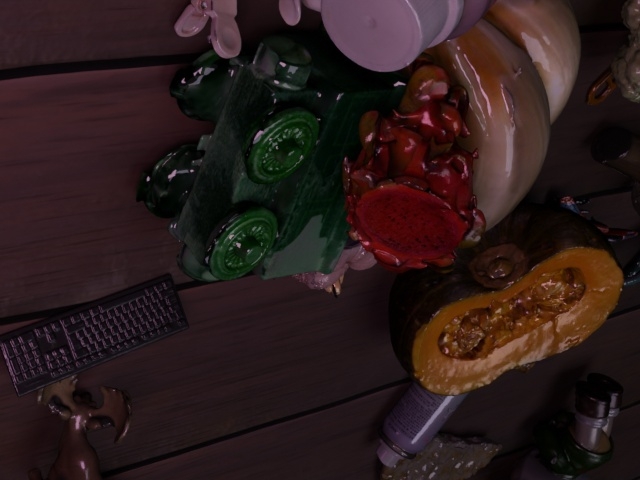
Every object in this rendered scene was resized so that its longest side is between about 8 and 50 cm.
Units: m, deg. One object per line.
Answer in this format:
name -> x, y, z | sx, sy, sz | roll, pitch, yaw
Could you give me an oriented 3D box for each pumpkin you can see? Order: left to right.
pumpkin -> 0.237, 0.089, 1.687 | 0.317, 0.139, 0.222 | -25, 132, -13

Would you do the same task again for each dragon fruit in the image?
dragon fruit -> 0.088, -0.070, 1.184 | 0.133, 0.150, 0.208 | 5, 95, -3

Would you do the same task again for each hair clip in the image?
hair clip -> -0.062, -0.263, 1.110 | 0.034, 0.072, 0.226 | -3, 126, -49

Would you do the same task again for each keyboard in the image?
keyboard -> -0.230, 0.096, 1.323 | 0.202, 0.011, 0.067 | -21, 96, -32

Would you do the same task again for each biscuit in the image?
biscuit -> 0.173, 0.359, 2.032 | 0.289, 0.038, 0.141 | 16, 114, -51

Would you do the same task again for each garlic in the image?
garlic -> 0.154, -0.147, 1.371 | 0.249, 0.286, 0.313 | 0, 132, 4

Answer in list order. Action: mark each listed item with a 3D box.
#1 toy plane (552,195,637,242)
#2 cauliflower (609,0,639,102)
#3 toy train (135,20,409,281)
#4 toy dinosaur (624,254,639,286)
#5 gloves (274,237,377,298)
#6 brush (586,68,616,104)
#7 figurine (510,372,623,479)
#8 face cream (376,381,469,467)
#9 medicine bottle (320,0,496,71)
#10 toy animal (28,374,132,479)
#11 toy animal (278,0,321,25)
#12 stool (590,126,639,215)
toy plane -> 0.365, -0.014, 1.818 | 0.189, 0.061, 0.130 | -5, 129, -27
cauliflower -> 0.498, -0.278, 1.520 | 0.260, 0.281, 0.327 | 32, 98, -27
toy train -> -0.052, -0.081, 1.247 | 0.202, 0.145, 0.266 | -10, 133, -45
toy dinosaur -> 0.630, -0.047, 2.070 | 0.383, 0.129, 0.331 | 16, 103, -51
gloves -> 0.008, -0.005, 1.432 | 0.110, 0.094, 0.144 | -13, 151, -32
brush -> 0.463, -0.291, 1.690 | 0.314, 0.017, 0.090 | -45, 146, 0
figurine -> 0.421, 0.404, 2.238 | 0.281, 0.167, 0.370 | -20, 135, -54
face cream -> 0.160, 0.231, 1.854 | 0.229, 0.075, 0.075 | -52, 145, 11
medicine bottle -> 0.104, -0.259, 1.166 | 0.247, 0.147, 0.147 | -50, 154, -37
toy animal -> -0.252, 0.237, 1.368 | 0.093, 0.214, 0.186 | -12, 165, -28
toy animal -> -0.018, -0.268, 1.154 | 0.071, 0.085, 0.124 | -32, 153, -50
stool -> 0.580, -0.122, 1.738 | 0.310, 0.310, 0.226 | -49, 142, 4
